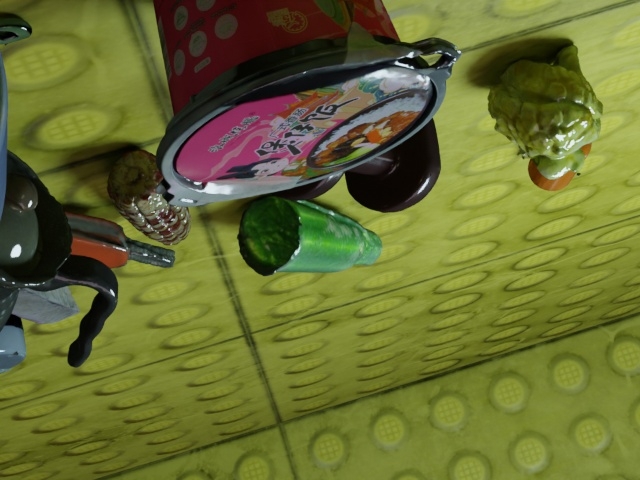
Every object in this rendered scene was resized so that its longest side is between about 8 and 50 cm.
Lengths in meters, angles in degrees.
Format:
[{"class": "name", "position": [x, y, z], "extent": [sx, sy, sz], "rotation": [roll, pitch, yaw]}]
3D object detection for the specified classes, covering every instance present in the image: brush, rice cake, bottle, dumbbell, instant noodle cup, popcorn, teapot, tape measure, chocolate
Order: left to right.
[{"class": "tape measure", "position": [-0.496, 0.145, 1.846], "extent": [0.182, 0.107, 0.181], "rotation": [-7, 167, -23]}, {"class": "teapot", "position": [-0.360, 0.044, 1.383], "extent": [0.285, 0.305, 0.223], "rotation": [-36, -168, 29]}, {"class": "rice cake", "position": [-0.410, 0.048, 1.705], "extent": [0.073, 0.056, 0.365], "rotation": [-21, 163, 12]}, {"class": "brush", "position": [-0.310, -0.005, 1.613], "extent": [0.323, 0.051, 0.070], "rotation": [13, 141, -40]}, {"class": "instant noodle cup", "position": [-0.039, -0.171, 1.172], "extent": [0.302, 0.181, 0.258], "rotation": [-23, 163, 19]}, {"class": "chocolate", "position": [0.000, 0.000, 1.906], "extent": [0.110, 0.110, 0.291], "rotation": [-26, 164, 25]}, {"class": "dumbbell", "position": [0.029, -0.106, 1.521], "extent": [0.124, 0.140, 0.225], "rotation": [-17, 166, 34]}, {"class": "popcorn", "position": [0.269, -0.155, 1.624], "extent": [0.141, 0.162, 0.135], "rotation": [16, -156, 10]}, {"class": "bottle", "position": [0.342, -0.134, 1.874], "extent": [0.069, 0.069, 0.187], "rotation": [-14, 160, -13]}]

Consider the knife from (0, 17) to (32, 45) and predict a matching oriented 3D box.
[{"class": "knife", "position": [-0.393, -0.153, 1.154], "extent": [0.293, 0.019, 0.043], "rotation": [-15, 161, -12]}]

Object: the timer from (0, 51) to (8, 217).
[{"class": "timer", "position": [-0.386, -0.051, 0.868], "extent": [0.395, 0.395, 0.173], "rotation": [-12, 158, -19]}]

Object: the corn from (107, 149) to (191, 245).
[{"class": "corn", "position": [-0.196, -0.045, 1.604], "extent": [0.079, 0.079, 0.237], "rotation": [-18, 166, 2]}]
